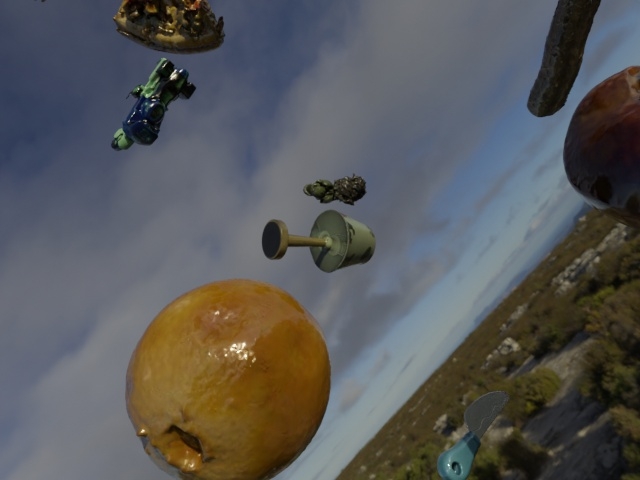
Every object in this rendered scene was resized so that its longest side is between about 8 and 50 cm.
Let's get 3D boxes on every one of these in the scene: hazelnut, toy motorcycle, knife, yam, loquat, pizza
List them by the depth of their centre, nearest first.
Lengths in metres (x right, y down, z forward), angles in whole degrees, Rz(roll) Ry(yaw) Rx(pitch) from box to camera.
[{"bbox_3d":[0.344,-0.085,0.424,0.178,0.178,0.204,-40,19,-24],"label":"hazelnut"},{"bbox_3d":[-0.140,0.221,0.734,0.328,0.328,0.328,-42,-20,-20],"label":"loquat"},{"bbox_3d":[0.273,0.328,0.800,0.244,0.058,0.032,-32,-18,-43],"label":"knife"},{"bbox_3d":[0.453,-0.379,0.810,0.081,0.081,0.356,-42,-28,-20],"label":"yam"},{"bbox_3d":[-0.322,-0.550,1.036,0.287,0.251,0.074,-56,11,32],"label":"pizza"},{"bbox_3d":[-0.530,-0.411,1.422,0.125,0.196,0.331,44,-106,-43],"label":"toy motorcycle"}]

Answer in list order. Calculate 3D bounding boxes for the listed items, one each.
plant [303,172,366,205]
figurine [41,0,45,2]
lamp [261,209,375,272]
[{"bbox_3d":[0.043,-0.131,1.189,0.174,0.087,0.085,-5,1,-19],"label":"plant"},{"bbox_3d":[-0.617,-0.574,1.004,0.083,0.050,0.047,-36,19,12],"label":"figurine"},{"bbox_3d":[0.000,0.000,0.853,0.215,0.121,0.121,5,-52,-35],"label":"lamp"}]
